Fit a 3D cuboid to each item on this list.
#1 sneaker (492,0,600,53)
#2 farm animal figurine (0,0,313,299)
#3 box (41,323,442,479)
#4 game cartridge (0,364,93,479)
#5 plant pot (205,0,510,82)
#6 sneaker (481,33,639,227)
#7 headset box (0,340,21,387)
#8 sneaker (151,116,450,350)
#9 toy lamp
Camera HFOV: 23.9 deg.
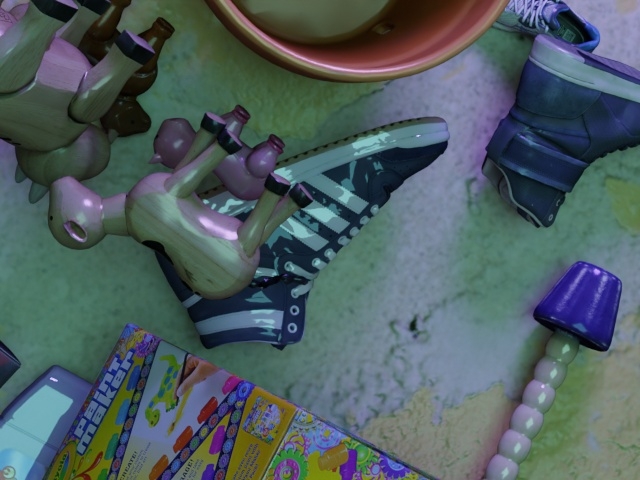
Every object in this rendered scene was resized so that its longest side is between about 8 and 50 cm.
[{"bbox_3d":[0.202,-0.212,1.400,0.135,0.058,0.052,24,84,-11],"label":"sneaker"},{"bbox_3d":[-0.193,-0.093,1.182,0.172,0.330,0.327,-49,133,10],"label":"farm animal figurine"},{"bbox_3d":[-0.024,0.226,1.190,0.290,0.279,0.177,32,82,-32],"label":"box"},{"bbox_3d":[-0.240,0.269,1.301,0.198,0.062,0.297,30,83,-15],"label":"game cartridge"},{"bbox_3d":[0.010,-0.271,1.282,0.291,0.203,0.290,0,91,-13],"label":"plant pot"},{"bbox_3d":[0.250,-0.085,1.401,0.226,0.086,0.163,13,108,-33],"label":"sneaker"},{"bbox_3d":[-0.392,0.112,1.181,0.293,0.110,0.218,-49,143,-8],"label":"headset box"},{"bbox_3d":[0.000,0.000,1.330,0.282,0.099,0.153,-21,89,-5],"label":"sneaker"},{"bbox_3d":[0.198,0.150,1.387,0.080,0.080,0.274,26,84,-11],"label":"toy lamp"}]
